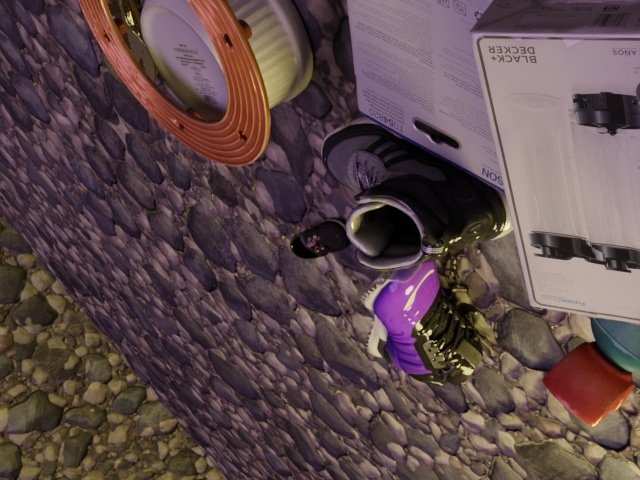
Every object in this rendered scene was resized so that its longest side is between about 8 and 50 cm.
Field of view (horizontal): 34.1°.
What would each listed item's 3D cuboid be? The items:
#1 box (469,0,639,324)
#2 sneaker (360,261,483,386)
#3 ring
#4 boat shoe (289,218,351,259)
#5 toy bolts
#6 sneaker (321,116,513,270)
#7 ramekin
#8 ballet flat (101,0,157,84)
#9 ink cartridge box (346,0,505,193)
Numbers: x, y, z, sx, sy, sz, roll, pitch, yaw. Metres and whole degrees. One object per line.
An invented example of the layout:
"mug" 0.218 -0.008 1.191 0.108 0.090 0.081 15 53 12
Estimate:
"box" 0.235 -0.064 0.832 0.169 0.087 0.290 7 134 33
"sneaker" 0.138 0.103 1.279 0.146 0.102 0.293 36 163 18
"ring" -0.166 -0.228 1.143 0.336 0.032 0.337 38 153 24
"boat shoe" 0.001 0.002 1.440 0.049 0.042 0.133 57 154 -10
"toy bolts" 0.349 0.130 0.961 0.228 0.218 0.158 41 112 16
"sneaker" 0.064 -0.052 1.096 0.268 0.153 0.101 24 129 42
"ramekin" -0.117 -0.232 1.223 0.207 0.109 0.207 38 153 24
"ballet flat" -0.284 -0.313 1.471 0.084 0.058 0.250 1 143 14
"ink cartridge box" 0.119 -0.170 0.977 0.223 0.045 0.224 33 150 30
